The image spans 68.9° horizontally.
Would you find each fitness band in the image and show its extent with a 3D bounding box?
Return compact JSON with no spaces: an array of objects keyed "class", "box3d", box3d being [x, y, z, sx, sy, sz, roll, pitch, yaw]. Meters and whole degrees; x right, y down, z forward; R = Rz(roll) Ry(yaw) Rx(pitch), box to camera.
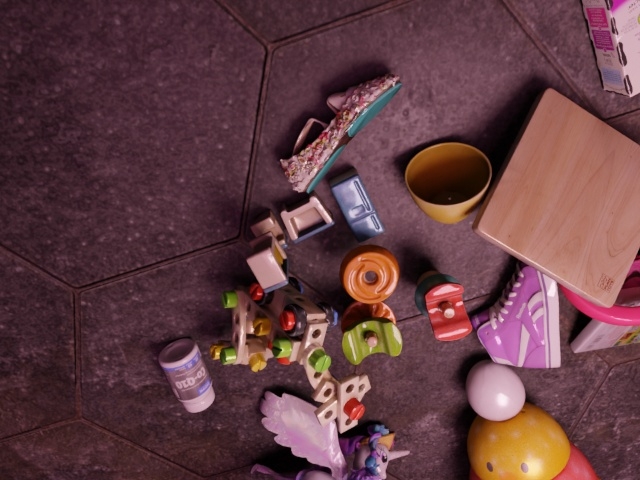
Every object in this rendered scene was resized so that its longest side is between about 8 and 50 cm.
[{"class":"fitness band","box3d":[0.567,0.032,0.820,0.290,0.209,0.054,-20,157,4]}]

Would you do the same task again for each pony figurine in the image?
[{"class":"pony figurine","box3d":[0.005,0.519,0.971,0.351,0.363,0.303,13,123,7]}]

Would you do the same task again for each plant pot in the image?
[{"class":"plant pot","box3d":[0.214,-0.083,0.782,0.134,0.134,0.095,-19,143,5]}]

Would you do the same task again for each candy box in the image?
[{"class":"candy box","box3d":[0.484,-0.357,0.685,0.159,0.071,0.233,-28,115,9]}]

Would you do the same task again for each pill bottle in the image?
[{"class":"pill bottle","box3d":[-0.264,0.273,0.937,0.078,0.078,0.137,-13,117,2]}]

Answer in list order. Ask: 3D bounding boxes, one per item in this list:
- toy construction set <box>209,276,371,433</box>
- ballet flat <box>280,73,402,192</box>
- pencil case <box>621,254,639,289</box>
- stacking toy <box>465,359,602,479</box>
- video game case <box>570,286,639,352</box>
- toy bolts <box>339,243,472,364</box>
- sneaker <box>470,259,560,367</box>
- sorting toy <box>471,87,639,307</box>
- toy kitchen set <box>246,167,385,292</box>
[{"class":"toy construction set","box3d":[-0.062,0.177,0.786,0.151,0.327,0.215,-5,114,-51]},{"class":"ballet flat","box3d":[0.022,-0.180,0.736,0.077,0.091,0.241,43,103,4]},{"class":"pencil case","box3d":[0.616,0.062,0.895,0.209,0.095,0.098,-13,159,0]},{"class":"stacking toy","box3d":[0.428,0.476,1.016,0.350,0.350,0.480,-25,98,8]},{"class":"video game case","box3d":[0.637,0.150,0.923,0.206,0.026,0.227,-8,142,-3]},{"class":"toy bolts","box3d":[0.140,0.090,0.845,0.228,0.158,0.218,-10,104,4]},{"class":"sneaker","box3d":[0.370,0.121,0.902,0.161,0.102,0.282,-3,104,22]},{"class":"sorting toy","box3d":[0.396,-0.065,0.767,0.255,0.089,0.257,30,83,-7]},{"class":"toy kitchen set","box3d":[0.000,0.000,0.772,0.207,0.166,0.122,-26,115,9]}]
